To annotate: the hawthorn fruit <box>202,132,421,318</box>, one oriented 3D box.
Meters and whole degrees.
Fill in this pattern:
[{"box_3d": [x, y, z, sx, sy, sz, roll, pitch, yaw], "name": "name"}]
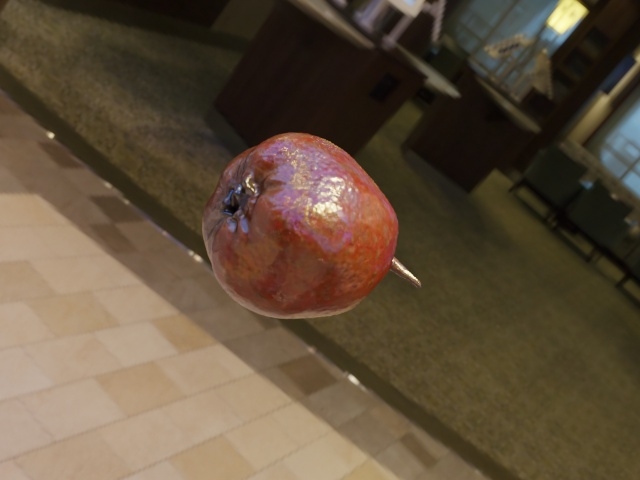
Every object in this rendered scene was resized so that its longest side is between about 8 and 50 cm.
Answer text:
[{"box_3d": [0.000, 0.000, 1.109, 0.262, 0.210, 0.210, 25, 22, -31], "name": "hawthorn fruit"}]
